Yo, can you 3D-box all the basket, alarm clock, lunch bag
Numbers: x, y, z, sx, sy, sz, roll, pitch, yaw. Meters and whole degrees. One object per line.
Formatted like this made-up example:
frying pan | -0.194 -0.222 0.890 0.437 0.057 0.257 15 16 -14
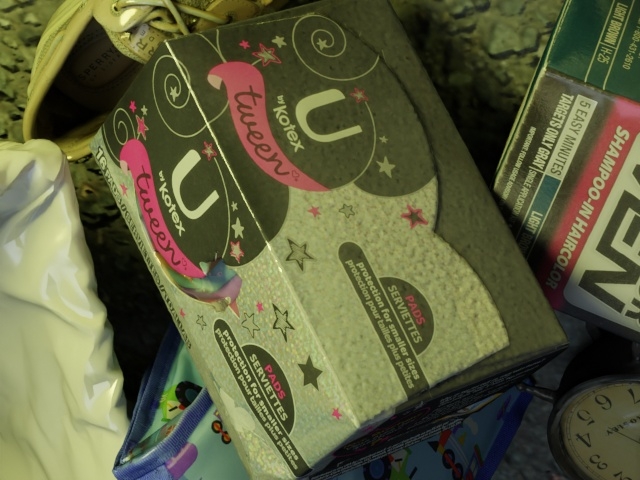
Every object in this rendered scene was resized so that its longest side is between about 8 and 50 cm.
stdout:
basket | -0.314 0.121 1.255 0.266 0.328 0.331 16 121 59
alarm clock | 0.233 0.134 1.341 0.129 0.064 0.192 -30 110 38
lunch bag | -0.002 0.131 1.278 0.138 0.293 0.221 -22 117 35

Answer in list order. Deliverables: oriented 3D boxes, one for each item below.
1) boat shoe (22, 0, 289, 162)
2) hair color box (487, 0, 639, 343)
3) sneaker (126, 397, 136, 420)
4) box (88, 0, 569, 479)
boat shoe | -0.085 -0.141 1.198 0.109 0.098 0.302 36 137 -20
hair color box | 0.275 -0.005 1.176 0.347 0.105 0.174 21 134 3
sneaker | -0.102 0.221 1.407 0.137 0.366 0.210 -39 102 -3
box | 0.000 0.000 1.168 0.247 0.163 0.142 63 146 13
